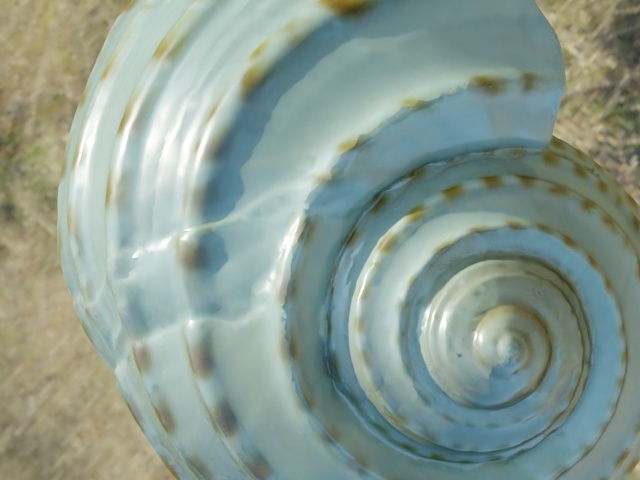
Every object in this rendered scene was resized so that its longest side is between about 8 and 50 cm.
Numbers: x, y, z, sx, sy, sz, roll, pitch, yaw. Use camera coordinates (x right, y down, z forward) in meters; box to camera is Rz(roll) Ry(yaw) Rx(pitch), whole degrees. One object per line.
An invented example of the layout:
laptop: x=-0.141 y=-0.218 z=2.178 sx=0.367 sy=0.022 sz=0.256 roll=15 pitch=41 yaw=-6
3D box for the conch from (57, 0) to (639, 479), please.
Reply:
conch: x=-0.010 y=0.008 z=0.608 sx=0.319 sy=0.215 sz=0.303 roll=-8 pitch=112 yaw=55
